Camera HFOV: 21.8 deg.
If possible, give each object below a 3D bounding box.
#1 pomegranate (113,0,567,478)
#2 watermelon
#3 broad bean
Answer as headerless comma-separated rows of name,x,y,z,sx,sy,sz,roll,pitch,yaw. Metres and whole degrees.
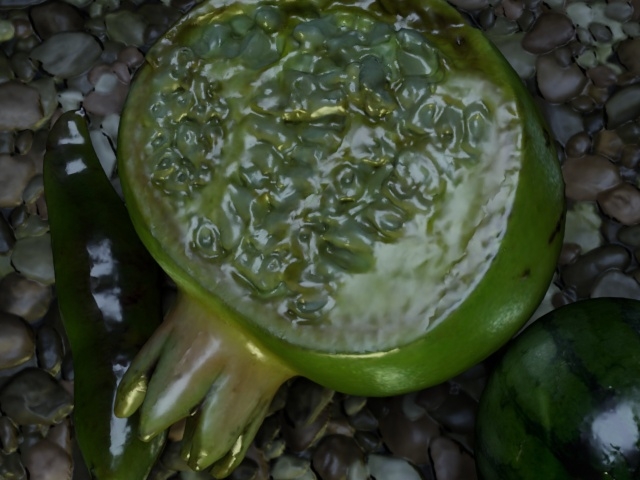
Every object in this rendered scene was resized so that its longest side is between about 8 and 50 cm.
pomegranate,0.000,0.000,1.154,0.309,0.216,0.359,33,90,15
watermelon,0.197,0.138,1.089,0.188,0.188,0.215,-20,29,-6
broad bean,-0.150,0.061,1.205,0.077,0.061,0.339,-14,68,8
